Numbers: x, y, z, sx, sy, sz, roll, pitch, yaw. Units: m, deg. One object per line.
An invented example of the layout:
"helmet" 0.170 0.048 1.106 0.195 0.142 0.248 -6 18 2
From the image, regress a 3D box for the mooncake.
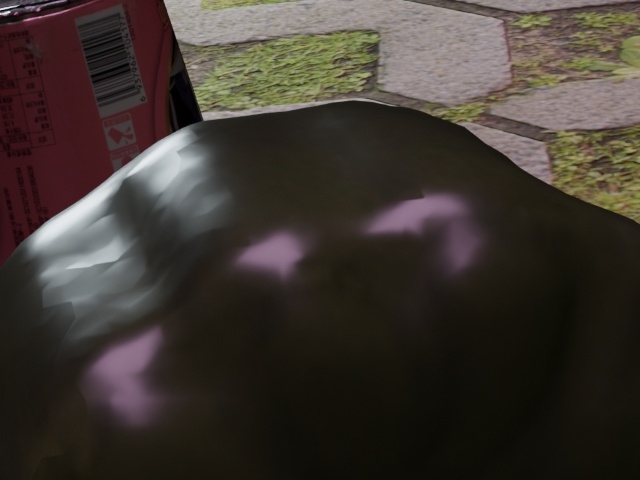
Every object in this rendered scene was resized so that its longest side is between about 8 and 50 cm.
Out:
"mooncake" 0.016 0.131 0.673 0.351 0.351 0.187 -15 26 -12

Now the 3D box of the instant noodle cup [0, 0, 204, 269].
"instant noodle cup" -0.171 -0.063 1.305 0.244 0.255 0.244 -10 22 4
